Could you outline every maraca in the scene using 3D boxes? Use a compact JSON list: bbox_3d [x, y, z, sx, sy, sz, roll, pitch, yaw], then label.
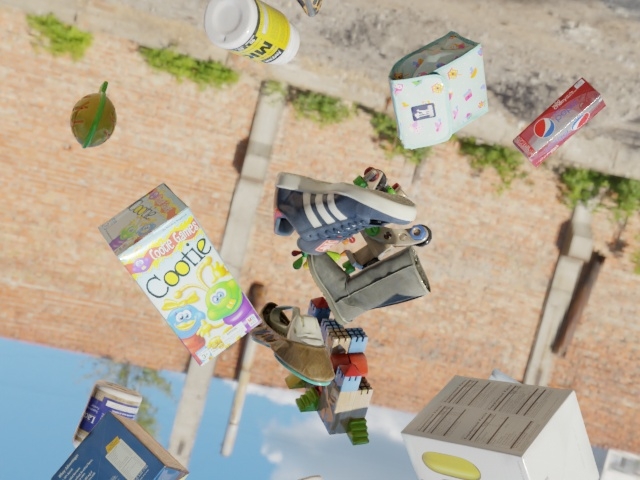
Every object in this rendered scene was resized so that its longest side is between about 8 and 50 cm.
[{"bbox_3d":[-0.513,-0.285,1.748,0.099,0.127,0.186,23,-142,-26],"label":"maraca"}]

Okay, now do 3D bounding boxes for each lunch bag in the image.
[{"bbox_3d":[0.299,-0.385,2.017,0.262,0.223,0.160,-33,-136,-18],"label":"lunch bag"}]

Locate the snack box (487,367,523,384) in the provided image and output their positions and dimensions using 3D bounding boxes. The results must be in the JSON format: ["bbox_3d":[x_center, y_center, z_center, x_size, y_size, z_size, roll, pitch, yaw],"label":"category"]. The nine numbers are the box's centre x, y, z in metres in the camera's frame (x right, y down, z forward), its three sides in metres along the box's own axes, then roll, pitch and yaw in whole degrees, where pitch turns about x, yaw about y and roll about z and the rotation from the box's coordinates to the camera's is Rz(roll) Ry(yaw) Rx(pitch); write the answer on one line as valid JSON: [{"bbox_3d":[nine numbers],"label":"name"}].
[{"bbox_3d":[0.539,0.451,2.147,0.174,0.070,0.207,29,161,21],"label":"snack box"}]

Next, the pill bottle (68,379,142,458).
[{"bbox_3d":[-0.659,0.572,2.338,0.153,0.265,0.153,20,171,3],"label":"pill bottle"}]

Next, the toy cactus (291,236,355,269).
[{"bbox_3d":[0.000,0.000,2.354,0.219,0.180,0.112,-23,-133,-7],"label":"toy cactus"}]

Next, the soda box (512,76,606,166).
[{"bbox_3d":[0.683,-0.336,2.209,0.083,0.263,0.092,55,-165,27],"label":"soda box"}]

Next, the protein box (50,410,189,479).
[{"bbox_3d":[-0.451,0.533,1.738,0.201,0.200,0.136,35,170,26],"label":"protein box"}]

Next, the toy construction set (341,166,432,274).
[{"bbox_3d":[0.132,-0.038,2.027,0.257,0.237,0.309,48,-168,-5],"label":"toy construction set"}]

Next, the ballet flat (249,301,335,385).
[{"bbox_3d":[-0.062,0.216,1.757,0.116,0.124,0.342,13,-175,-27],"label":"ballet flat"}]

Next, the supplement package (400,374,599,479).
[{"bbox_3d":[0.330,0.395,1.420,0.262,0.199,0.198,-2,-155,47],"label":"supplement package"}]

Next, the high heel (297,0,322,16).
[{"bbox_3d":[-0.016,-0.525,1.516,0.093,0.186,0.261,-6,-170,12],"label":"high heel"}]

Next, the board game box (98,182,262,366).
[{"bbox_3d":[-0.246,0.062,1.365,0.144,0.142,0.275,38,160,54],"label":"board game box"}]

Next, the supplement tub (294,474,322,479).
[{"bbox_3d":[-0.019,0.523,1.515,0.071,0.107,0.071,-12,157,-5],"label":"supplement tub"}]

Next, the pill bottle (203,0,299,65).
[{"bbox_3d":[-0.133,-0.427,1.567,0.119,0.119,0.208,16,-173,26],"label":"pill bottle"}]

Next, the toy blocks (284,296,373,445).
[{"bbox_3d":[0.042,0.328,2.091,0.190,0.261,0.381,1,-151,-23],"label":"toy blocks"}]

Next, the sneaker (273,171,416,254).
[{"bbox_3d":[0.035,-0.036,1.469,0.131,0.148,0.350,10,-177,-41],"label":"sneaker"}]

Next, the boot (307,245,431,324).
[{"bbox_3d":[0.096,0.062,1.559,0.208,0.190,0.076,-29,-177,30],"label":"boot"}]
